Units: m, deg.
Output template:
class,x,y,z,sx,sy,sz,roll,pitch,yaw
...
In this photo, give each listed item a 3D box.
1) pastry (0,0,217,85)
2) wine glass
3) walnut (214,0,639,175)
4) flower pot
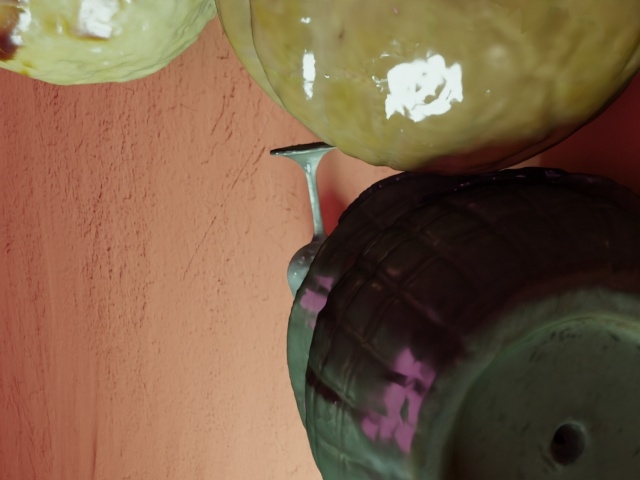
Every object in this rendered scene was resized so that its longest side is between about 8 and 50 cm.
class,x,y,z,sx,sy,sz,roll,pitch,yaw
pastry,-0.271,-0.342,0.752,0.389,0.313,0.388,19,121,36
wine glass,0.000,0.000,0.772,0.079,0.079,0.195,3,106,45
walnut,0.084,-0.203,0.463,0.333,0.333,0.332,19,118,41
flower pot,0.133,0.088,0.528,0.213,0.302,0.301,-144,46,-68
